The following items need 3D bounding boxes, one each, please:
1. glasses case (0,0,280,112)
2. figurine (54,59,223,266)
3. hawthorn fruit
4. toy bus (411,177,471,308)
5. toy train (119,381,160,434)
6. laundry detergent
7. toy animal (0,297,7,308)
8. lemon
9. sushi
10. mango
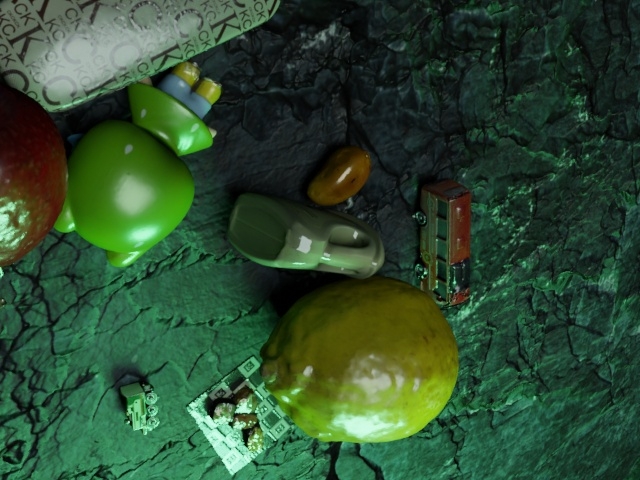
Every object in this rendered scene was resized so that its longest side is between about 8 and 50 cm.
[{"bbox_3d":[-0.204,-0.265,0.874,0.355,0.085,0.137,-30,112,-21],"label":"glasses case"},{"bbox_3d":[-0.217,-0.103,0.926,0.162,0.143,0.263,41,73,-37],"label":"figurine"},{"bbox_3d":[-0.367,-0.058,0.783,0.210,0.230,0.266,-59,153,-35],"label":"hawthorn fruit"},{"bbox_3d":[0.216,0.009,1.318,0.073,0.096,0.235,-20,121,-25],"label":"toy bus"},{"bbox_3d":[-0.268,0.250,1.120,0.053,0.033,0.083,-10,118,-27],"label":"toy train"},{"bbox_3d":[0.000,0.000,1.104,0.253,0.181,0.091,11,100,-45],"label":"laundry detergent"},{"bbox_3d":[-0.475,0.140,0.888,0.218,0.103,0.101,-57,150,-2],"label":"toy animal"},{"bbox_3d":[0.067,0.187,1.177,0.316,0.285,0.285,-21,131,-69],"label":"lemon"},{"bbox_3d":[-0.120,0.303,1.254,0.139,0.031,0.201,-37,128,-17],"label":"sushi"},{"bbox_3d":[0.029,-0.097,1.152,0.114,0.060,0.080,-40,145,-17],"label":"mango"}]
